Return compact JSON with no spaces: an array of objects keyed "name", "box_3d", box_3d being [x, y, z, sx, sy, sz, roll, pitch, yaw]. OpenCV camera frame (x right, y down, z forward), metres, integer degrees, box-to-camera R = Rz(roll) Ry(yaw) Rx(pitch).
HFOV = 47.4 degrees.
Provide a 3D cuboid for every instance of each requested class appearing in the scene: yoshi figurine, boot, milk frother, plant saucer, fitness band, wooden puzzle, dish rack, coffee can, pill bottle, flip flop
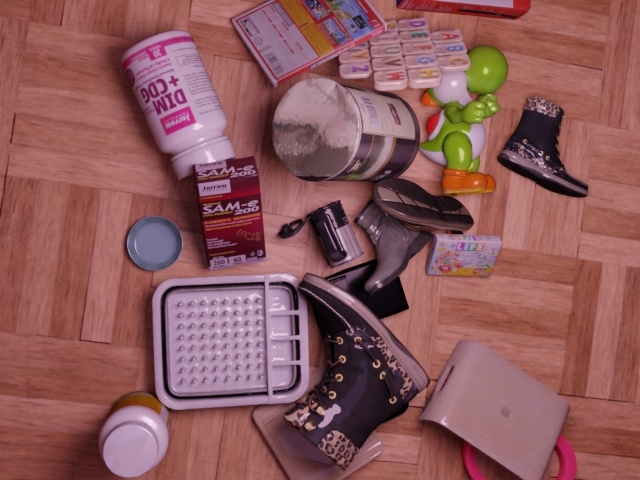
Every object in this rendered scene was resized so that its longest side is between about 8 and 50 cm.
[{"name":"yoshi figurine","box_3d":[0.350,-0.288,1.647,0.203,0.203,0.362,-5,89,-25]},{"name":"boot","box_3d":[0.028,0.280,1.550,0.284,0.138,0.377,-48,111,-11]},{"name":"milk frother","box_3d":[0.000,0.000,1.634,0.143,0.129,0.135,-22,94,34]},{"name":"plant saucer","box_3d":[-0.362,0.006,1.600,0.119,0.021,0.119,0,90,-9]},{"name":"fitness band","box_3d":[0.469,0.519,1.728,0.290,0.054,0.209,29,83,-9]},{"name":"wooden puzzle","box_3d":[-0.005,0.430,1.654,0.221,0.044,0.239,-31,90,-8]},{"name":"dish rack","box_3d":[-0.196,0.217,1.604,0.332,0.072,0.286,-2,91,-10]},{"name":"coffee can","box_3d":[0.058,-0.221,1.512,0.201,0.275,0.202,3,95,32]},{"name":"pill bottle","box_3d":[-0.294,-0.281,1.541,0.160,0.160,0.283,-24,94,-9]},{"name":"boot","box_3d":[0.554,-0.218,1.723,0.236,0.085,0.179,25,84,-8]},{"name":"boot","box_3d":[0.130,0.004,1.623,0.161,0.083,0.246,44,54,1]},{"name":"flip flop","box_3d":[0.224,-0.062,1.617,0.277,0.080,0.112,10,50,-37]},{"name":"pill bottle","box_3d":[-0.377,0.395,1.484,0.136,0.245,0.136,0,90,-9]}]

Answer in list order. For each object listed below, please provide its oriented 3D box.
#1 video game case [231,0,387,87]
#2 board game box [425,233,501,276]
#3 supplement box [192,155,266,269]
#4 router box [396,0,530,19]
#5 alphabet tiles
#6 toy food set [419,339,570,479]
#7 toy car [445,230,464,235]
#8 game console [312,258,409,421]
[{"name":"video game case","box_3d":[-0.026,-0.476,1.612,0.285,0.025,0.204,-29,67,-8]},{"name":"board game box","box_3d":[0.329,0.035,1.686,0.154,0.026,0.103,2,127,-9]},{"name":"supplement box","box_3d":[-0.188,-0.054,1.536,0.130,0.073,0.239,-10,132,-9]},{"name":"router box","box_3d":[0.335,-0.697,1.687,0.301,0.082,0.336,2,90,-10]},{"name":"alphabet tiles","box_3d":[0.177,-0.410,1.581,0.277,0.284,0.021,-3,132,2]},{"name":"toy food set","box_3d":[0.403,0.398,1.661,0.306,0.092,0.220,34,63,2]},{"name":"toy car","box_3d":[0.293,-0.038,1.713,0.040,0.060,0.122,-37,76,35]},{"name":"game console","box_3d":[0.121,0.234,1.671,0.213,0.044,0.361,-19,94,-9]}]
